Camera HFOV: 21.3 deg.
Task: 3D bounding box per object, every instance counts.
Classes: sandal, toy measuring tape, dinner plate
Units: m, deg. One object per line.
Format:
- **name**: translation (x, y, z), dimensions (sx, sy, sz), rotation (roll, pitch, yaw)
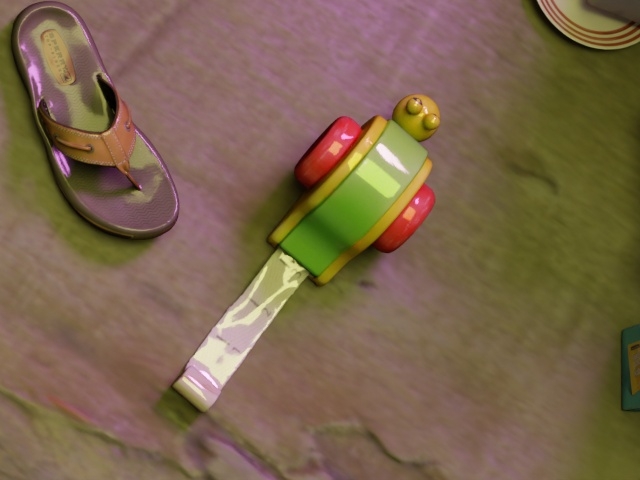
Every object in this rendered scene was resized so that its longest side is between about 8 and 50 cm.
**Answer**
- **sandal**: translation (-0.185, -0.101, 1.390), dimensions (0.090, 0.060, 0.219), rotation (-21, 86, -18)
- **toy measuring tape**: translation (0.000, 0.000, 1.398), dimensions (0.121, 0.121, 0.330), rotation (41, 72, -6)
- **dinner plate**: translation (0.255, -0.242, 1.567), dimensions (0.141, 0.017, 0.141), rotation (3, 79, -15)

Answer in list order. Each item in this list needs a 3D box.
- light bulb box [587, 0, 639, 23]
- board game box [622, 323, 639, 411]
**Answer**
- **light bulb box**: translation (0.480, -0.280, 1.449), dimensions (0.358, 0.361, 0.225), rotation (21, 75, -15)
- **board game box**: translation (0.463, 0.104, 1.437), dimensions (0.336, 0.254, 0.079), rotation (5, 78, -15)
